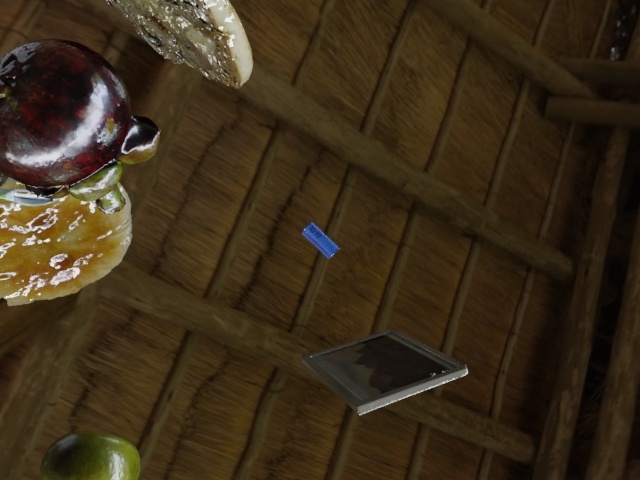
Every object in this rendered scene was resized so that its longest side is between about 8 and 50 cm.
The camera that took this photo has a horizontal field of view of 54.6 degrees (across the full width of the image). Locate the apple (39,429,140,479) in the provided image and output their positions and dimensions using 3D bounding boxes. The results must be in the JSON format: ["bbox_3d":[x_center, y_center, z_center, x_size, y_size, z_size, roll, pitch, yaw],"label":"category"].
[{"bbox_3d":[-0.455,0.462,1.224,0.197,0.196,0.156,-8,-121,11],"label":"apple"}]

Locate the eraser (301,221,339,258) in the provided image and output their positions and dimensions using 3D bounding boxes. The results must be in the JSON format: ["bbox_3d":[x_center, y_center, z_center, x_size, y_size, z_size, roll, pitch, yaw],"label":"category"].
[{"bbox_3d":[0.000,0.000,1.335,0.085,0.063,0.027,44,-100,0],"label":"eraser"}]

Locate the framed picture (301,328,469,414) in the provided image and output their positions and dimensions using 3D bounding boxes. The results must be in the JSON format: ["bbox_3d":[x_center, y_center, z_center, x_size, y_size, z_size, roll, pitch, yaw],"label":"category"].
[{"bbox_3d":[0.096,0.207,1.029,0.192,0.265,0.018,-14,-81,-19],"label":"framed picture"}]

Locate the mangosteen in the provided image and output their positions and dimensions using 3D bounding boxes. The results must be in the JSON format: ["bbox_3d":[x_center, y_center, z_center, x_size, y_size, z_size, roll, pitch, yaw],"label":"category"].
[{"bbox_3d":[-0.271,-0.129,0.674,0.173,0.184,0.172,-23,-121,45],"label":"mangosteen"}]

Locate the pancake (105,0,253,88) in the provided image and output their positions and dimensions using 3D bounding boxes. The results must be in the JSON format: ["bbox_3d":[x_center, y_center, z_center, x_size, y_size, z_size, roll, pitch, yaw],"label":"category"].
[{"bbox_3d":[-0.258,-0.383,0.936,0.382,0.382,0.071,32,-103,24],"label":"pancake"}]

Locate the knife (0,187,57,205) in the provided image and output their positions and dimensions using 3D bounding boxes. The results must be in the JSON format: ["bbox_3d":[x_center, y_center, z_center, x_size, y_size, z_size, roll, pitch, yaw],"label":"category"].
[{"bbox_3d":[-0.456,-0.063,0.866,0.022,0.184,0.026,43,-62,38],"label":"knife"}]

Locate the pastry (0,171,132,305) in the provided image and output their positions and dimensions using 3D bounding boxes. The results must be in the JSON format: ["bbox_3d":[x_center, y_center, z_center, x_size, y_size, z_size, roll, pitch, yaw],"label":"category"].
[{"bbox_3d":[-0.487,-0.026,1.096,0.330,0.329,0.136,-36,-127,-3],"label":"pastry"}]
